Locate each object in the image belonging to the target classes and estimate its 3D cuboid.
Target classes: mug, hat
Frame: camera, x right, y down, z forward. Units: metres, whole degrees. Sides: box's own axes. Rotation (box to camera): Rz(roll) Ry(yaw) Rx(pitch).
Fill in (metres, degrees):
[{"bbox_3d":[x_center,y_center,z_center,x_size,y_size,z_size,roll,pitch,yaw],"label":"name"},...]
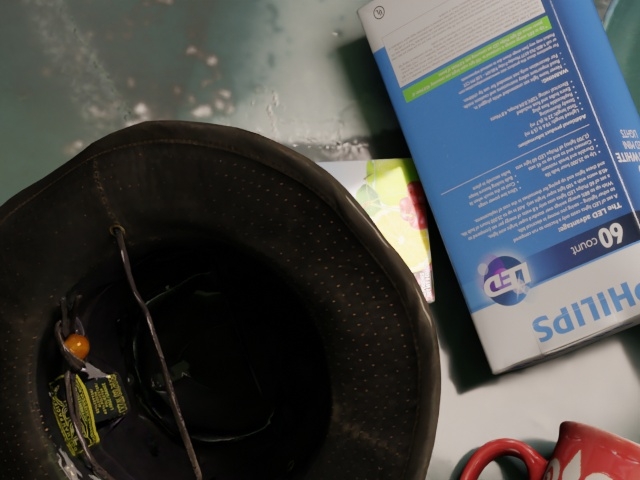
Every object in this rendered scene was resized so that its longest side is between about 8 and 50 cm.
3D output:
[{"bbox_3d":[0.155,0.210,0.993,0.113,0.150,0.169,35,76,-37],"label":"mug"},{"bbox_3d":[-0.056,0.079,0.938,0.331,0.134,0.331,5,101,29],"label":"hat"}]

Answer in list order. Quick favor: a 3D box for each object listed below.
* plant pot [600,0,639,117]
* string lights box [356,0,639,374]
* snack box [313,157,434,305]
[{"bbox_3d":[0.343,-0.077,1.001,0.196,0.293,0.293,-13,78,-37],"label":"plant pot"},{"bbox_3d":[0.135,-0.059,1.017,0.133,0.077,0.259,-25,79,31],"label":"string lights box"},{"bbox_3d":[0.000,0.000,1.038,0.141,0.037,0.100,-3,77,-8],"label":"snack box"}]
